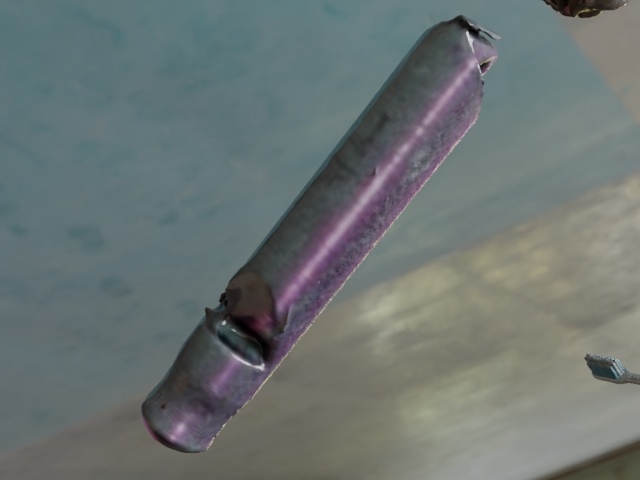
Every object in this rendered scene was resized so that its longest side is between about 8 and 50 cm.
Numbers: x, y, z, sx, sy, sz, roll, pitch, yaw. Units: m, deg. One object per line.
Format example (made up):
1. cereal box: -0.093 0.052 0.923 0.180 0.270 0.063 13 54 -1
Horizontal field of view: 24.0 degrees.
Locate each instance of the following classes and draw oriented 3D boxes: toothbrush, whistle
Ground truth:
1. toothbrush: 0.148 0.055 0.562 0.131 0.013 0.011 5 -126 55
2. whistle: 0.000 0.000 0.497 0.176 0.033 0.033 -52 153 13

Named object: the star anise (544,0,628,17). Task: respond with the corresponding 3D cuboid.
1. star anise: 0.116 -0.229 0.905 0.109 0.223 0.236 -39 137 -19
